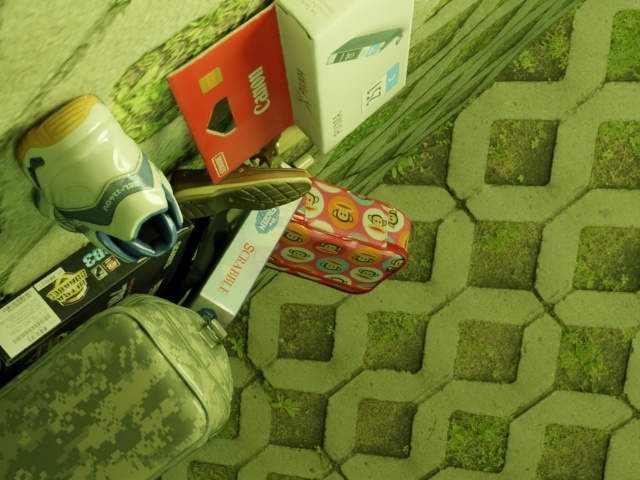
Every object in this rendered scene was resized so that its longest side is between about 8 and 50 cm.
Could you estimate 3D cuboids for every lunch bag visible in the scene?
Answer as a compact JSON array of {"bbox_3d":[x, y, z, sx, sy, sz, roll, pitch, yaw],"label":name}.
[{"bbox_3d":[0.000,0.000,1.824,0.258,0.293,0.120,138,-34,-56],"label":"lunch bag"},{"bbox_3d":[-0.268,0.220,1.237,0.305,0.212,0.256,-39,175,7],"label":"lunch bag"}]

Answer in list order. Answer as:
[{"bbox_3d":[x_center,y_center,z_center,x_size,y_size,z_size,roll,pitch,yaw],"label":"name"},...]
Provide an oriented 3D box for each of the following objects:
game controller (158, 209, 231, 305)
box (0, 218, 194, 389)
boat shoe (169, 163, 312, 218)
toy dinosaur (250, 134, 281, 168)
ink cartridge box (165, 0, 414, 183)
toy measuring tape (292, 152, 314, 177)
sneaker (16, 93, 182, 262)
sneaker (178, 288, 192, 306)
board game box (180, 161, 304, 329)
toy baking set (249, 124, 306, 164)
[{"bbox_3d":[-0.231,0.055,1.552,0.166,0.067,0.319,-60,-173,-34],"label":"game controller"},{"bbox_3d":[-0.326,0.088,1.299,0.293,0.073,0.295,-36,175,-28],"label":"box"},{"bbox_3d":[-0.101,-0.073,1.184,0.178,0.060,0.064,-7,153,-5],"label":"boat shoe"},{"bbox_3d":[-0.062,-0.160,1.203,0.211,0.064,0.112,-44,-159,57],"label":"toy dinosaur"},{"bbox_3d":[-0.017,-0.169,1.025,0.261,0.066,0.296,-40,166,-8],"label":"ink cartridge box"},{"bbox_3d":[-0.021,-0.078,1.879,0.121,0.121,0.330,-39,175,-13],"label":"toy measuring tape"},{"bbox_3d":[-0.190,-0.027,0.882,0.112,0.131,0.296,-41,177,-6],"label":"sneaker"},{"bbox_3d":[-0.257,0.085,1.766,0.224,0.083,0.098,-38,170,-15],"label":"sneaker"},{"bbox_3d":[-0.162,0.072,1.559,0.318,0.066,0.318,-49,-170,47],"label":"board game box"},{"bbox_3d":[-0.002,-0.198,1.375,0.256,0.030,0.197,-37,174,-36],"label":"toy baking set"}]
